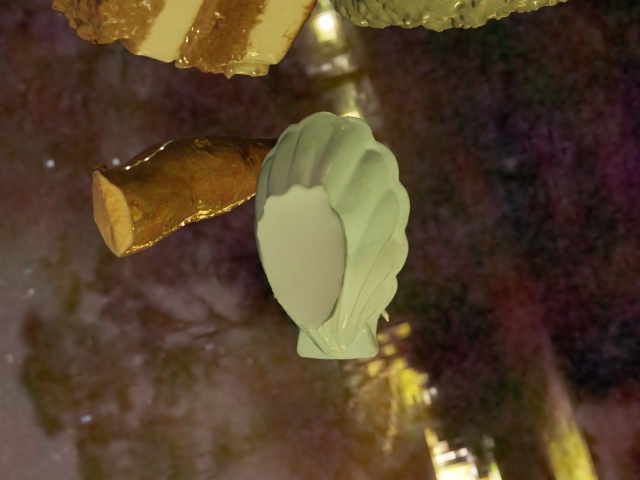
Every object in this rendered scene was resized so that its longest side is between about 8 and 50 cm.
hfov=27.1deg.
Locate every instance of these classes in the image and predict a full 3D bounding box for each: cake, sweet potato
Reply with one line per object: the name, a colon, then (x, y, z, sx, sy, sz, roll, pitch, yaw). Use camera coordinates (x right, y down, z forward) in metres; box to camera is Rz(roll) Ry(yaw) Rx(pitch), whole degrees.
cake: (-0.148, -0.370, 1.530, 0.282, 0.290, 0.255, -58, 47, 35)
sweet potato: (-0.172, -0.091, 1.852, 0.131, 0.337, 0.131, 27, 130, 37)

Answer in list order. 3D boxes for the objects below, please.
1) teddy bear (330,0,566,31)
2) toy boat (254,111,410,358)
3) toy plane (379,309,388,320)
teddy bear: (0.150, -0.430, 1.599, 0.224, 0.357, 0.367, -71, -29, -58)
toy boat: (0.000, 0.000, 1.534, 0.100, 0.199, 0.290, -21, -74, -60)
toy plane: (0.087, 0.096, 2.172, 0.084, 0.024, 0.078, 66, -155, 1)
